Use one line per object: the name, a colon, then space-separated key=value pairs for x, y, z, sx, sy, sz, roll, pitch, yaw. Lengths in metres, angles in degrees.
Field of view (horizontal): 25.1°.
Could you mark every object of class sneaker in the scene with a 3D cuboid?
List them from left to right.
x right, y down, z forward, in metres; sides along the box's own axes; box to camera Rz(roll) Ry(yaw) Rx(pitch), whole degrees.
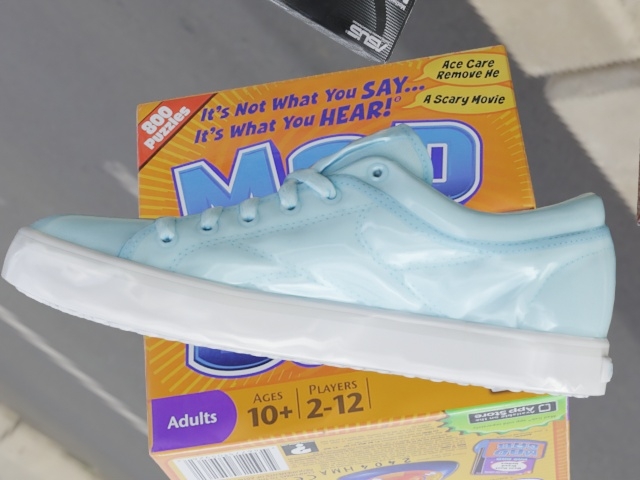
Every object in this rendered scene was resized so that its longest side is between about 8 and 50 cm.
sneaker: x=0.000 y=0.000 z=0.868 sx=0.366 sy=0.150 sz=0.135 roll=9 pitch=174 yaw=-8

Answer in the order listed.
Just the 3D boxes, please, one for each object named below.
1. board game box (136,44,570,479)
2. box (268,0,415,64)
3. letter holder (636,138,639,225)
board game box: x=0.041 y=0.077 z=1.416 sx=0.357 sy=0.356 sz=0.356 roll=-9 pitch=152 yaw=5
box: x=0.039 y=-0.328 z=1.687 sx=0.191 sy=0.184 sz=0.045 roll=26 pitch=176 yaw=-36
letter holder: x=0.451 y=-0.164 z=1.476 sx=0.152 sy=0.301 sz=0.214 roll=6 pitch=174 yaw=-19
